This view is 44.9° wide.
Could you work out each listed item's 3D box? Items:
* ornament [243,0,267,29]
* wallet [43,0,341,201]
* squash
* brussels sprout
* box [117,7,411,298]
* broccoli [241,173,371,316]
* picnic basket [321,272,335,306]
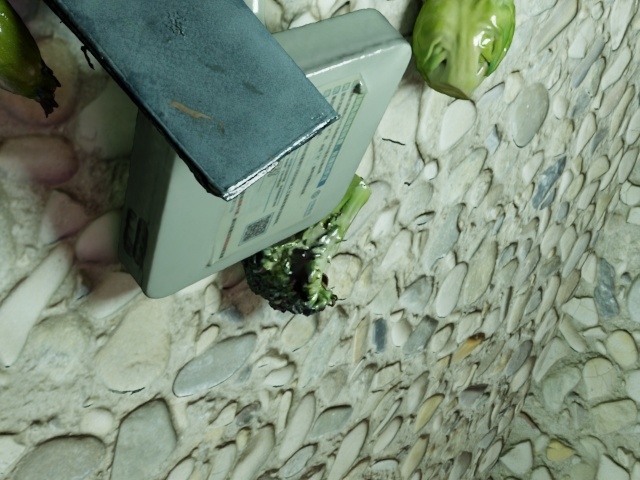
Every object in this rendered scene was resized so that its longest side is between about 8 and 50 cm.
[{"bbox_3d":[-0.104,-0.304,0.998,0.130,0.120,0.285,-28,140,-60],"label":"ornament"},{"bbox_3d":[-0.161,-0.229,0.824,0.191,0.379,0.046,-40,-179,-29],"label":"wallet"},{"bbox_3d":[-0.366,-0.239,0.761,0.087,0.087,0.331,-51,143,-8],"label":"squash"},{"bbox_3d":[0.253,-0.362,1.353,0.223,0.161,0.223,-54,167,-18],"label":"brussels sprout"},{"bbox_3d":[-0.082,-0.117,1.083,0.397,0.111,0.396,-26,157,-35],"label":"box"},{"bbox_3d":[-0.005,-0.005,1.355,0.304,0.146,0.165,-50,154,-29],"label":"broccoli"},{"bbox_3d":[-0.005,0.093,1.450,0.072,0.083,0.072,-31,138,-33],"label":"picnic basket"}]
